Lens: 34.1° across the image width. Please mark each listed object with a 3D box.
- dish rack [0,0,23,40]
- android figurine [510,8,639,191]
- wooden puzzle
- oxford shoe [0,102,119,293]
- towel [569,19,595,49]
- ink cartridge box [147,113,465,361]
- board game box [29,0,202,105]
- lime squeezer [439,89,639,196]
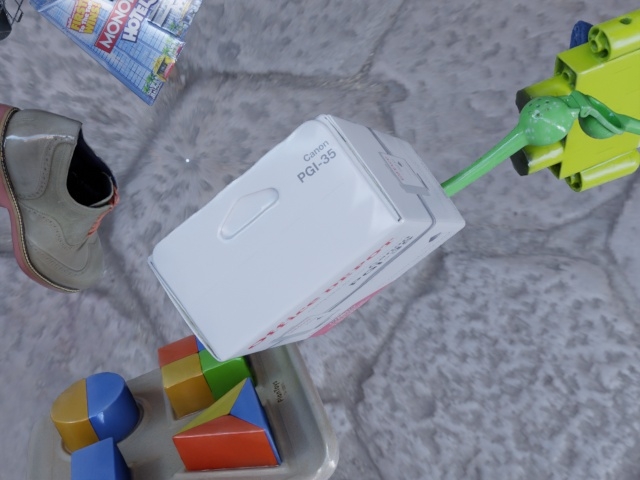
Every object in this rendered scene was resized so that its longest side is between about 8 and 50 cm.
[{"bbox_3d":[-0.497,-0.370,1.465,0.208,0.271,0.074,-22,73,-43],"label":"dish rack"},{"bbox_3d":[0.351,-0.167,1.226,0.273,0.056,0.248,-20,140,-16],"label":"android figurine"},{"bbox_3d":[-0.174,0.205,1.116,0.348,0.322,0.080,-26,116,-2],"label":"wooden puzzle"},{"bbox_3d":[-0.309,-0.031,1.291,0.130,0.348,0.122,4,61,7],"label":"oxford shoe"},{"bbox_3d":[0.371,-0.233,1.318,0.120,0.029,0.067,17,67,-17],"label":"towel"},{"bbox_3d":[0.000,0.000,0.973,0.207,0.283,0.117,-38,79,15],"label":"ink cartridge box"},{"bbox_3d":[-0.265,-0.305,1.362,0.194,0.060,0.194,23,100,-35],"label":"board game box"},{"bbox_3d":[0.270,-0.106,1.104,0.311,0.059,0.109,-11,119,-14],"label":"lime squeezer"}]
